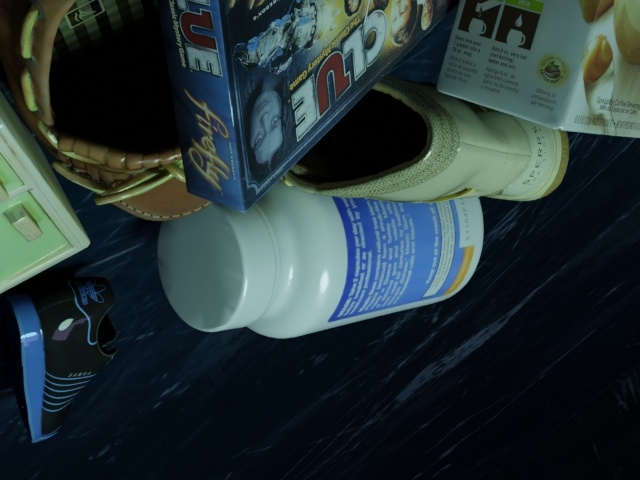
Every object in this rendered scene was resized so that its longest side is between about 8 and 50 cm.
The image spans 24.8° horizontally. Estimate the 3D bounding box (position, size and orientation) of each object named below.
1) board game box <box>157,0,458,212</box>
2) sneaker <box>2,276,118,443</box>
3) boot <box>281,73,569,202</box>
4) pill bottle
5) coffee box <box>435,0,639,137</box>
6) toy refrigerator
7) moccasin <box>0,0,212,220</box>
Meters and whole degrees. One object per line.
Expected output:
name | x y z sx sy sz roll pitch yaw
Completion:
board game box | 0.002 -0.151 0.816 0.243 0.042 0.165 -47 146 -38
sneaker | -0.226 0.108 1.287 0.090 0.081 0.232 -15 155 -18
boot | 0.016 -0.073 1.028 0.262 0.095 0.203 10 -174 35
pill bottle | 0.000 0.000 1.246 0.272 0.152 0.152 -9 151 -44
coffee box | 0.179 -0.197 0.930 0.141 0.098 0.246 -3 111 -54
toy refrigerator | -0.222 -0.036 0.883 0.102 0.094 0.269 -28 167 -6
moccasin | -0.109 -0.094 0.876 0.139 0.147 0.380 -26 160 -11
